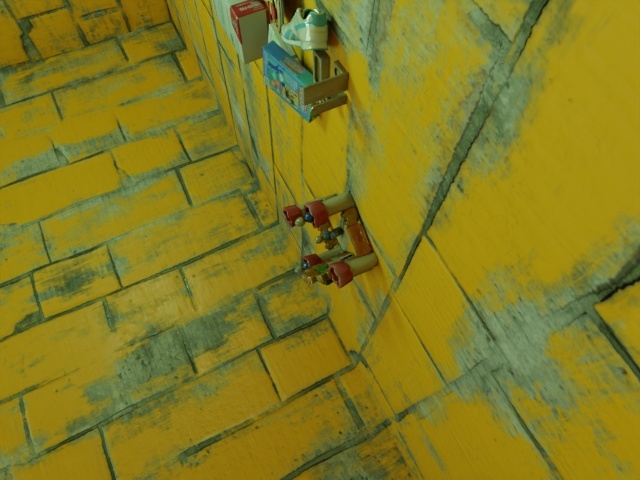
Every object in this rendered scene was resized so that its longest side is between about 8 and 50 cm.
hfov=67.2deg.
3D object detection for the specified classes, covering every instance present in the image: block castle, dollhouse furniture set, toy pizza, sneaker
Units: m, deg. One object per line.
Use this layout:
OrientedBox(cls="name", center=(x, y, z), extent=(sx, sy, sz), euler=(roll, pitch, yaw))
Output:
OrientedBox(cls="block castle", center=(0.000, 0.000, 1.721), extent=(0.303, 0.213, 0.453), euler=(68, 167, -8))
OrientedBox(cls="dollhouse furniture set", center=(-0.019, -0.411, 1.267), extent=(0.151, 0.123, 0.144), euler=(60, 165, 26))
OrientedBox(cls="toy pizza", center=(-0.130, -0.676, 1.331), extent=(0.201, 0.032, 0.201), euler=(171, 90, -83))
OrientedBox(cls="sneaker", center=(-0.038, -0.543, 1.230), extent=(0.228, 0.087, 0.092), euler=(-134, 40, -53))

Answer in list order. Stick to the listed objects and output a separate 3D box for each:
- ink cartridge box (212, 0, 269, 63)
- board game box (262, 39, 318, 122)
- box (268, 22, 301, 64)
OrientedBox(cls="ink cartridge box", center=(-0.279, -0.786, 1.660), extent=(0.273, 0.114, 0.197), euler=(60, 167, 21))
OrientedBox(cls="board game box", center=(-0.087, -0.477, 1.459), extent=(0.210, 0.047, 0.160), euler=(44, 162, 10))
OrientedBox(cls="box", center=(-0.114, -0.577, 1.545), extent=(0.186, 0.038, 0.145), euler=(65, 166, 10))
